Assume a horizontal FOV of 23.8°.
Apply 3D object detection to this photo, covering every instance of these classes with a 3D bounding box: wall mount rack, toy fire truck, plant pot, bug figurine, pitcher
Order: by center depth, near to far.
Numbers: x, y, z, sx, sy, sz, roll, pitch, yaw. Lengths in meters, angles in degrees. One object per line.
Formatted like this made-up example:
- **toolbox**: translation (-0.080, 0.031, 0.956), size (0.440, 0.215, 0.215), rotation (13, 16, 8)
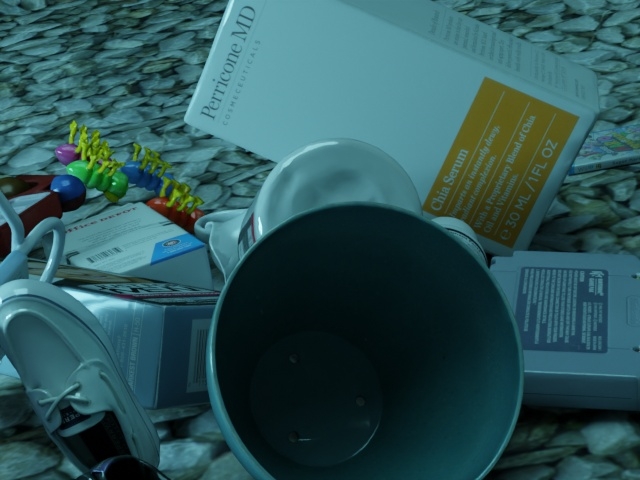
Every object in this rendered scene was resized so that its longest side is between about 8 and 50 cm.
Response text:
- **wall mount rack**: translation (-0.374, 0.048, 1.431), size (0.130, 0.304, 0.350), rotation (21, 45, 10)
- **plant pot**: translation (0.021, 0.131, 1.431), size (0.290, 0.290, 0.195), rotation (-18, -12, -20)
- **pitcher**: translation (-0.051, -0.020, 1.934), size (0.207, 0.125, 0.178), rotation (-19, 29, -11)
- **toy fire truck**: translation (-0.444, -0.025, 1.982), size (0.254, 0.169, 0.302), rotation (-6, 16, 22)
- **bug figurine**: translation (-0.264, -0.082, 2.131), size (0.216, 0.072, 0.279), rotation (23, 9, -23)

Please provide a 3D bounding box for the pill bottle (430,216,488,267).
- **pill bottle**: translation (0.135, 0.047, 1.731), size (0.108, 0.108, 0.193), rotation (-4, 23, 12)

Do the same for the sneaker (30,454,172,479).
- **sneaker**: translation (-0.191, 0.239, 1.387), size (0.283, 0.124, 0.107), rotation (9, 29, 37)

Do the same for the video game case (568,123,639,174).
- **video game case**: translation (0.417, -0.133, 2.158), size (0.166, 0.015, 0.119), rotation (-11, 23, -3)

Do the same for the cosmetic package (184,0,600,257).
- **cosmetic package**: translation (0.090, -0.176, 1.872), size (0.453, 0.230, 0.161), rotation (23, 26, -2)

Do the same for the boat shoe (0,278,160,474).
- **boat shoe**: translation (-0.228, 0.149, 1.450), size (0.095, 0.258, 0.084), rotation (-27, 29, 13)

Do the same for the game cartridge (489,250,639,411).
- **game cartridge**: translation (0.269, 0.093, 1.625), size (0.196, 0.060, 0.294), rotation (-1, 24, 12)

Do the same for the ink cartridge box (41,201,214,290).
- **ink cartridge box**: translation (-0.246, 0.034, 1.930), size (0.148, 0.086, 0.203), rotation (-20, 25, -23)

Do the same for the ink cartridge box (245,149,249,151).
- **ink cartridge box**: translation (-0.011, -0.182, 2.391), size (0.207, 0.046, 0.097), rotation (-3, 22, 14)

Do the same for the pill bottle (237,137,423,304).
- **pill bottle**: translation (0.000, 0.000, 1.689), size (0.176, 0.176, 0.318), rotation (-13, -5, -9)

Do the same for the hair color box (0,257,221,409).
- **hair color box**: translation (-0.258, 0.095, 1.684), size (0.374, 0.113, 0.185), rotation (8, 4, 35)
